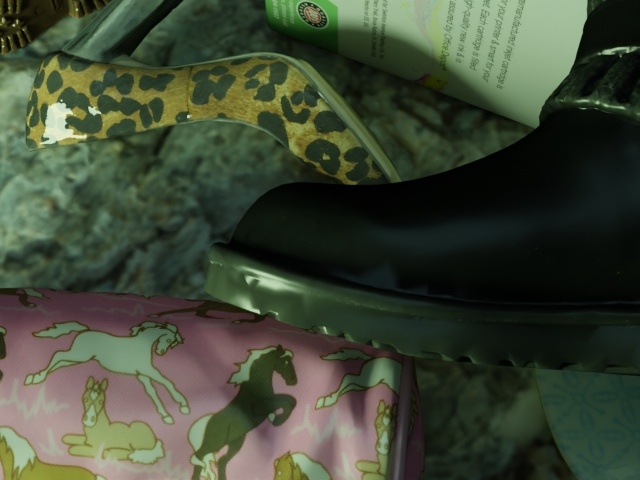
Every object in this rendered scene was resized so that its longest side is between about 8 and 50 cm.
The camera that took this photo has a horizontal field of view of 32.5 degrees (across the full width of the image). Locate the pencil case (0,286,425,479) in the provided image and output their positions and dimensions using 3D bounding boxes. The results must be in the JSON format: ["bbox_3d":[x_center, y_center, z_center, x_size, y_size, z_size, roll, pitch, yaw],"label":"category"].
[{"bbox_3d":[-0.127,0.116,0.643,0.386,0.160,0.167,2,103,1],"label":"pencil case"}]

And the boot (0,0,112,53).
[{"bbox_3d":[-0.238,-0.198,0.841,0.158,0.059,0.084,-28,65,-20],"label":"boot"}]

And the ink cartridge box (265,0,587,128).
[{"bbox_3d":[0.105,-0.198,0.753,0.278,0.201,0.117,22,68,10],"label":"ink cartridge box"}]

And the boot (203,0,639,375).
[{"bbox_3d":[0.125,-0.066,0.551,0.348,0.131,0.260,5,85,1],"label":"boot"}]

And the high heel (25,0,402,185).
[{"bbox_3d":[-0.078,-0.064,0.782,0.261,0.093,0.186,45,96,5],"label":"high heel"}]

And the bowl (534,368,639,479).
[{"bbox_3d":[0.287,0.052,0.647,0.156,0.289,0.289,13,58,-40],"label":"bowl"}]
